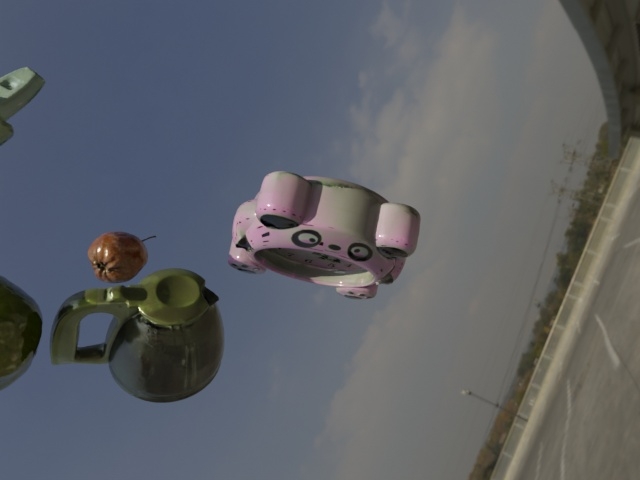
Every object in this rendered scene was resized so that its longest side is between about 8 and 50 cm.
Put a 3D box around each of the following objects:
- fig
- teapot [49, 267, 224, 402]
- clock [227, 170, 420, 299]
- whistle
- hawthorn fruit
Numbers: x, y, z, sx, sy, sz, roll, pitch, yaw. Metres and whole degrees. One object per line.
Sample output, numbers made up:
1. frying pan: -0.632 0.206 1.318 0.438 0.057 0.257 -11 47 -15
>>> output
1. fig: -0.637 0.180 0.811 0.233 0.314 0.233 50 -155 -33
2. teapot: -0.352 0.164 0.978 0.239 0.322 0.239 -75 3 -52
3. clock: 0.000 0.000 0.613 0.248 0.228 0.089 129 153 -69
4. whistle: -0.186 -0.057 0.245 0.100 0.035 0.035 -55 -30 -25
5. hawthorn fruit: -0.245 0.010 0.598 0.103 0.067 0.066 -66 -17 -58
